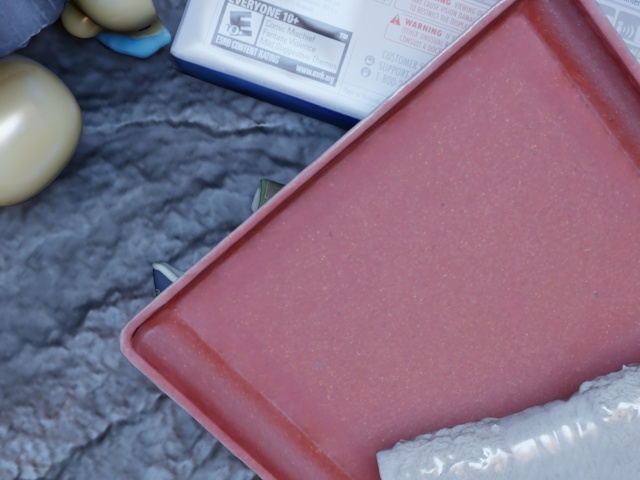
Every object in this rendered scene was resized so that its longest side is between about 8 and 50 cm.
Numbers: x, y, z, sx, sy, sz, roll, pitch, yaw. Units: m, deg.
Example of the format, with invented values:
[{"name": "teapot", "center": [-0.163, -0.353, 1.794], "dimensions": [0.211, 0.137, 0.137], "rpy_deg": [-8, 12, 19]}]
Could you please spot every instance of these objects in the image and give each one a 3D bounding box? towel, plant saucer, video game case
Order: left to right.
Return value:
[{"name": "plant saucer", "center": [0.076, 0.035, 0.644], "dimensions": [0.258, 0.047, 0.259], "rpy_deg": [-41, 118, 5]}, {"name": "video game case", "center": [0.086, -0.165, 0.701], "dimensions": [0.270, 0.061, 0.244], "rpy_deg": [19, 88, -5]}, {"name": "towel", "center": [0.156, 0.193, 0.659], "dimensions": [0.187, 0.049, 0.282], "rpy_deg": [-19, 109, 2]}]

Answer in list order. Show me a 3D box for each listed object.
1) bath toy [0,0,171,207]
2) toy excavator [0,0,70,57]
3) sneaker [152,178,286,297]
[{"name": "bath toy", "center": [-0.231, -0.020, 0.637], "dimensions": [0.348, 0.129, 0.151], "rpy_deg": [-46, 64, -7]}, {"name": "toy excavator", "center": [-0.329, -0.145, 0.517], "dimensions": [0.445, 0.222, 0.432], "rpy_deg": [-6, 48, 24]}, {"name": "sneaker", "center": [0.000, 0.000, 0.684], "dimensions": [0.192, 0.064, 0.086], "rpy_deg": [-32, 96, -3]}]
